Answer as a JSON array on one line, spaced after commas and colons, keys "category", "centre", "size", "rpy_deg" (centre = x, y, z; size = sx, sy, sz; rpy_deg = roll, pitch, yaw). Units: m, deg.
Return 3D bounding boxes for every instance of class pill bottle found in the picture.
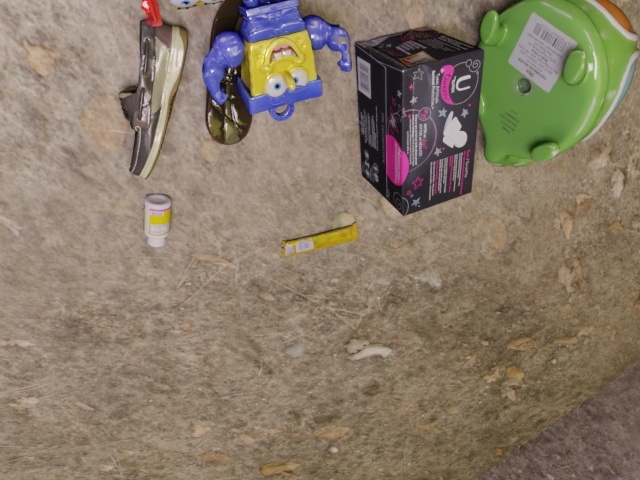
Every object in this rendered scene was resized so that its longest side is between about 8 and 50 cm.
[{"category": "pill bottle", "centre": [-0.272, -0.032, 0.865], "size": [0.043, 0.043, 0.083], "rpy_deg": [-1, 124, -22]}]

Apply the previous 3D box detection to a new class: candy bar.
[{"category": "candy bar", "centre": [0.000, 0.000, 1.018], "size": [0.161, 0.018, 0.040], "rpy_deg": [-14, 124, -13]}]

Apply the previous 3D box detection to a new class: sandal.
[{"category": "sandal", "centre": [-0.123, -0.250, 0.757], "size": [0.089, 0.060, 0.220], "rpy_deg": [5, 103, -23]}]

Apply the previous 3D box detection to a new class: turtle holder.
[{"category": "turtle holder", "centre": [0.391, -0.248, 0.869], "size": [0.227, 0.243, 0.321], "rpy_deg": [-26, 122, -26]}]

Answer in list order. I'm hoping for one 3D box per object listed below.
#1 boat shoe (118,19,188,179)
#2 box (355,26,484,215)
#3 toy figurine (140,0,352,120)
[{"category": "boat shoe", "centre": [-0.249, -0.199, 0.740], "size": [0.073, 0.080, 0.224], "rpy_deg": [13, 112, -23]}, {"category": "box", "centre": [0.156, -0.197, 0.852], "size": [0.142, 0.163, 0.248], "rpy_deg": [-18, 128, -15]}, {"category": "toy figurine", "centre": [-0.045, -0.276, 0.702], "size": [0.362, 0.191, 0.217], "rpy_deg": [-20, 134, -16]}]
